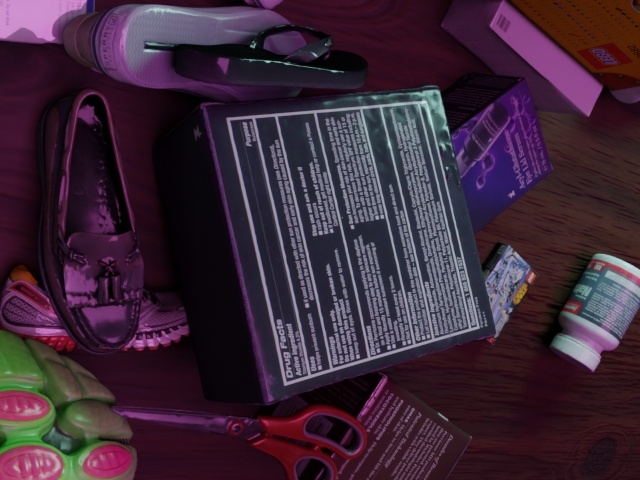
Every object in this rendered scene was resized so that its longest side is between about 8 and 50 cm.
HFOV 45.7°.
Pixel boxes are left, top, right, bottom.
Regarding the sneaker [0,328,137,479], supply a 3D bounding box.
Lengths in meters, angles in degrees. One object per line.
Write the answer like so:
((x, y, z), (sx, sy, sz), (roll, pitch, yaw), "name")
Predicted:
((-0.417, 0.201, 0.694), (0.483, 0.185, 0.202), (2, 138, -20), "sneaker")

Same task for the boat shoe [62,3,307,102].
((-0.123, -0.201, 0.790), (0.302, 0.094, 0.109), (-6, 113, -57), "boat shoe")

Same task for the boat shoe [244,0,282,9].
((-0.144, -0.325, 0.764), (0.088, 0.096, 0.267), (-36, 132, 14), "boat shoe")

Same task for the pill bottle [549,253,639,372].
((0.465, 0.123, 1.274), (0.108, 0.108, 0.180), (35, 83, -35), "pill bottle")

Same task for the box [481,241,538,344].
((0.275, 0.083, 1.189), (0.094, 0.027, 0.137), (39, 82, -33), "box")

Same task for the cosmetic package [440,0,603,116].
((0.283, -0.257, 1.052), (0.239, 0.099, 0.060), (28, 86, -36), "cosmetic package")

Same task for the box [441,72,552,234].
((0.193, -0.110, 1.031), (0.207, 0.108, 0.153), (-39, 122, -18), "box")

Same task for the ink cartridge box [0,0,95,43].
((-0.365, -0.265, 0.653), (0.333, 0.065, 0.165), (0, 105, -31), "ink cartridge box")

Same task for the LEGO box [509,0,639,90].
((0.336, -0.469, 0.911), (0.500, 0.193, 0.372), (26, 73, -35), "LEGO box")

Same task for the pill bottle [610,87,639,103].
((0.546, -0.283, 1.210), (0.184, 0.103, 0.103), (-25, 116, -24), "pill bottle")

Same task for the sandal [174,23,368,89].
((-0.031, -0.185, 0.754), (0.254, 0.097, 0.054), (-17, 122, -54), "sandal")

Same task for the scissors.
((-0.073, 0.194, 0.818), (0.297, 0.021, 0.109), (33, 88, -28), "scissors")

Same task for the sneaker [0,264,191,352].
((-0.230, 0.067, 0.824), (0.225, 0.088, 0.092), (1, 102, -33), "sneaker")

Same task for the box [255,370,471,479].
((0.052, 0.258, 1.011), (0.203, 0.168, 0.167), (39, 81, -35), "box")

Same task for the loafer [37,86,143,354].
((-0.227, -0.019, 0.750), (0.096, 0.084, 0.267), (-8, 87, -34), "loafer")

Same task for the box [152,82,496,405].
((0.000, 0.000, 0.845), (0.294, 0.183, 0.296), (-10, 86, -31), "box")
